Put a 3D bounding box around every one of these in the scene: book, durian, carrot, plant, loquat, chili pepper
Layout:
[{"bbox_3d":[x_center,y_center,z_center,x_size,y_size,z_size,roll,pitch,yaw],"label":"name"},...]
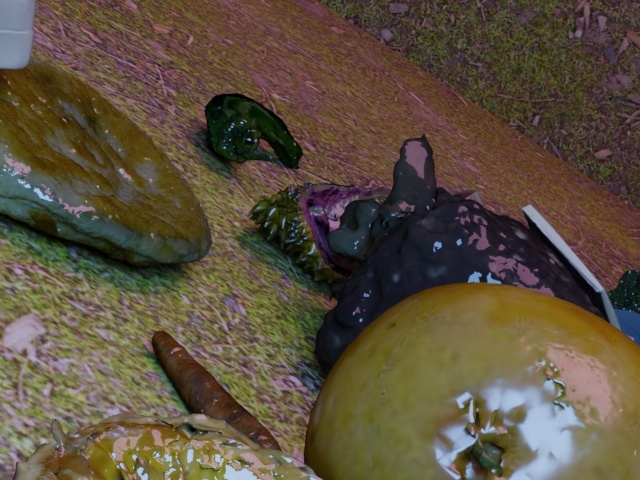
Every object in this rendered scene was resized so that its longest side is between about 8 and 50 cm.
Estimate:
[{"bbox_3d":[0.253,0.052,1.265,0.127,0.014,0.181,54,-2,39],"label":"book"},{"bbox_3d":[0.001,0.003,1.398,0.187,0.119,0.108,-2,77,-46],"label":"durian"},{"bbox_3d":[-0.083,0.121,0.978,0.165,0.035,0.036,43,18,32],"label":"carrot"},{"bbox_3d":[0.106,0.056,1.194,0.312,0.215,0.213,51,18,28],"label":"plant"},{"bbox_3d":[0.118,0.156,0.872,0.263,0.263,0.263,32,17,-11],"label":"loquat"},{"bbox_3d":[-0.090,-0.125,1.573,0.122,0.065,0.279,32,13,4],"label":"chili pepper"}]

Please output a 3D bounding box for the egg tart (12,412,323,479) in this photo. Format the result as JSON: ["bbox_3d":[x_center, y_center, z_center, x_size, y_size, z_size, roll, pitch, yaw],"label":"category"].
[{"bbox_3d":[-0.061,0.197,0.720,0.252,0.098,0.232,33,23,5],"label":"egg tart"}]

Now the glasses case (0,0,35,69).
[{"bbox_3d":[-0.359,-0.228,1.181,0.131,0.070,0.313,1,20,-29],"label":"glasses case"}]

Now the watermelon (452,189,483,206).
[{"bbox_3d":[0.191,-0.038,1.833,0.072,0.085,0.092,33,35,-38],"label":"watermelon"}]

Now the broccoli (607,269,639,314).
[{"bbox_3d":[0.557,0.125,1.897,0.295,0.265,0.245,9,-19,13],"label":"broccoli"}]

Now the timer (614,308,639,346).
[{"bbox_3d":[0.363,0.160,1.632,0.250,0.091,0.232,18,24,-35],"label":"timer"}]

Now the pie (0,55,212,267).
[{"bbox_3d":[-0.228,-0.071,1.167,0.323,0.070,0.323,34,17,-12],"label":"pie"}]
